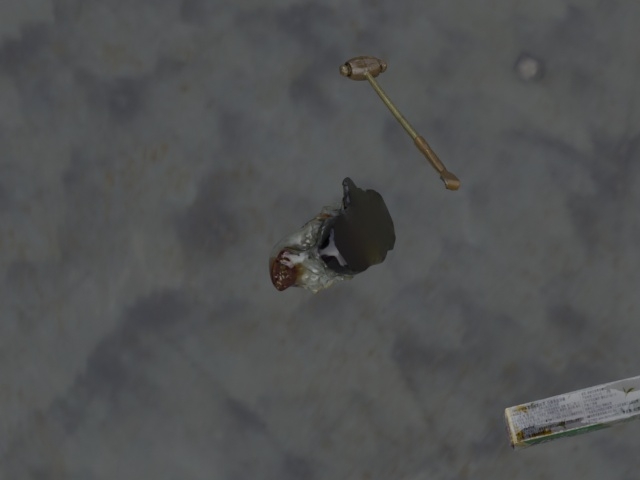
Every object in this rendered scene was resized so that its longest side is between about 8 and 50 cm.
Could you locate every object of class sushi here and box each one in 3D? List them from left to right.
[{"bbox_3d":[0.000,0.000,0.931,0.046,0.083,0.044,-23,93,23],"label":"sushi"}]

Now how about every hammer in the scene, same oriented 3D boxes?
[{"bbox_3d":[0.046,-0.065,1.094,0.029,0.014,0.123,-12,43,-21],"label":"hammer"}]

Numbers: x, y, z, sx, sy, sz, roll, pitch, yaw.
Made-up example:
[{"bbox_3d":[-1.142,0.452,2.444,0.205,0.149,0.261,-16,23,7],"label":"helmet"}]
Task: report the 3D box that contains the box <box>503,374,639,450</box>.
[{"bbox_3d":[0.275,0.155,1.875,0.207,0.050,0.041,-14,80,2],"label":"box"}]
